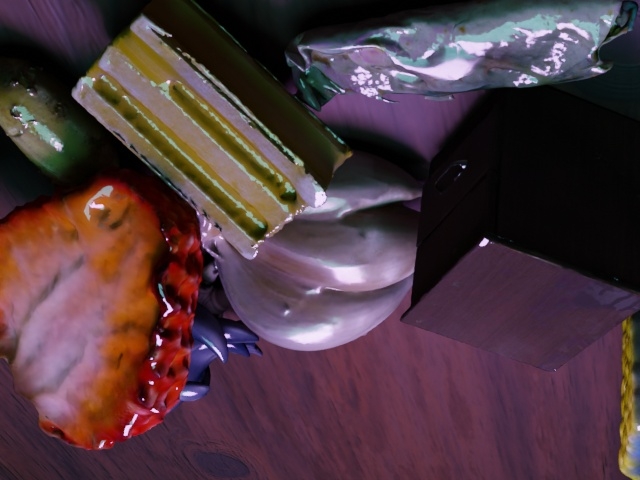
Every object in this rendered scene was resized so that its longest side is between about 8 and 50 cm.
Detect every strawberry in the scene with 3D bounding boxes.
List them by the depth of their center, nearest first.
[{"bbox_3d":[-0.205,0.053,1.282,0.265,0.149,0.336,51,130,14],"label":"strawberry"}]

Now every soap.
[{"bbox_3d":[-0.098,-0.106,1.141,0.233,0.076,0.135,44,132,-10],"label":"soap"}]

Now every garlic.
[{"bbox_3d":[0.000,0.000,1.328,0.292,0.210,0.237,19,112,-5],"label":"garlic"}]

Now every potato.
[{"bbox_3d":[-0.265,-0.113,1.252,0.105,0.085,0.188,9,151,45],"label":"potato"}]

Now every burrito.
[{"bbox_3d":[0.116,-0.166,1.082,0.309,0.066,0.096,-5,146,21],"label":"burrito"}]

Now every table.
[{"bbox_3d":[0.189,-0.017,1.171,0.172,0.193,0.169,20,146,-14],"label":"table"}]

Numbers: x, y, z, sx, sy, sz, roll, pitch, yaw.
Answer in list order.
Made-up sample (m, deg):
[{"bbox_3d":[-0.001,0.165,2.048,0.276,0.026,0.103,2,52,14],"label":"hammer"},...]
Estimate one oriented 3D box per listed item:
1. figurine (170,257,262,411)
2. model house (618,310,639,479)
[{"bbox_3d":[-0.187,0.118,1.510,0.175,0.197,0.265,51,145,5],"label":"figurine"},{"bbox_3d":[0.404,0.112,1.267,0.215,0.237,0.303,20,146,-16],"label":"model house"}]
